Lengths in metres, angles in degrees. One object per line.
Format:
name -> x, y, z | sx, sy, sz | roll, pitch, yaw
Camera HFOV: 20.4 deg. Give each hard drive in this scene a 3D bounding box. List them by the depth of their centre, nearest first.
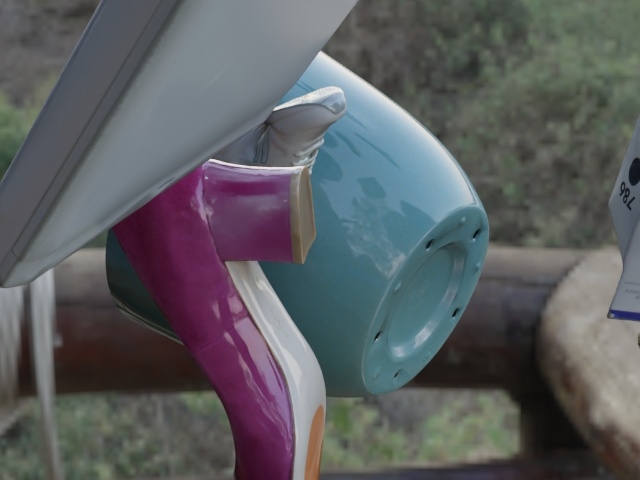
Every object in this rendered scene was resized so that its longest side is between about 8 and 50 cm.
hard drive -> -0.030, -0.108, 0.766 | 0.040, 0.307, 0.203 | 48, 51, 5

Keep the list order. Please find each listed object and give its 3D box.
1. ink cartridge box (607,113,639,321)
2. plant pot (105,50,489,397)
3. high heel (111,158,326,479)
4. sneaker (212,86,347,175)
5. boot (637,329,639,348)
ink cartridge box -> 0.323, -0.088, 1.318 | 0.165, 0.333, 0.065 | 7, 27, -18
plant pot -> 0.000, 0.000, 1.525 | 0.235, 0.293, 0.293 | 31, 31, 25
high heel -> -0.061, 0.070, 0.985 | 0.117, 0.244, 0.082 | 2, 25, 11
sneaker -> -0.022, -0.065, 1.255 | 0.053, 0.061, 0.152 | -24, -2, -35
boot -> 0.140, 0.118, 0.733 | 0.262, 0.203, 0.095 | -9, 32, 16
